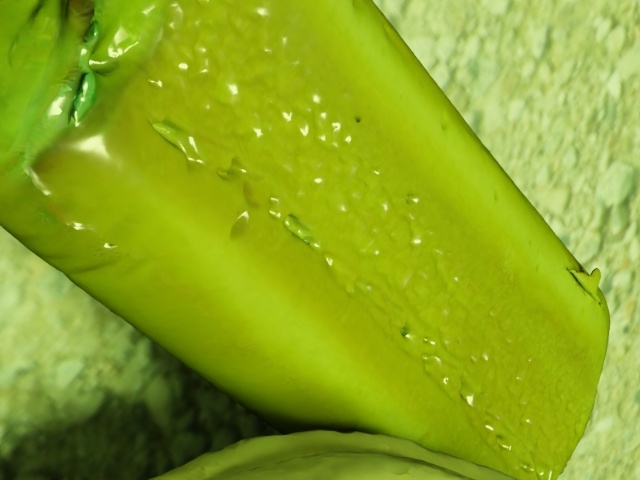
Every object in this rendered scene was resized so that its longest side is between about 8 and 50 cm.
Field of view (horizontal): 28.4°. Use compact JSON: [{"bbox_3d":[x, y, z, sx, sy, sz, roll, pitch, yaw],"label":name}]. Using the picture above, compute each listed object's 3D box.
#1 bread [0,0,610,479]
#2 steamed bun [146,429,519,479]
[{"bbox_3d":[0.000,0.000,0.549,0.383,0.112,0.166,44,69,-40],"label":"bread"},{"bbox_3d":[-0.005,0.242,0.502,0.372,0.325,0.230,-44,173,5],"label":"steamed bun"}]
